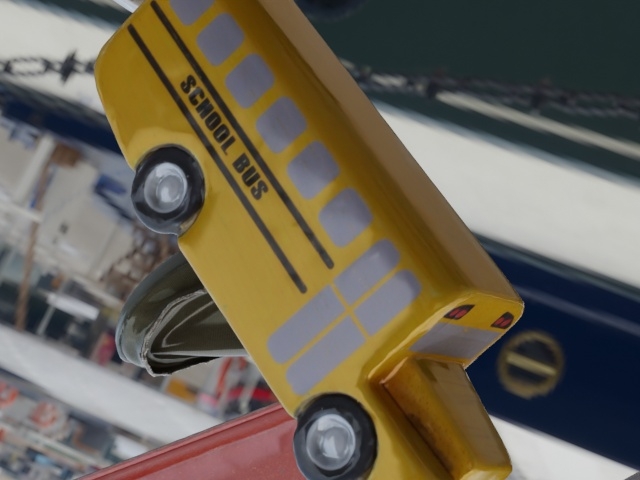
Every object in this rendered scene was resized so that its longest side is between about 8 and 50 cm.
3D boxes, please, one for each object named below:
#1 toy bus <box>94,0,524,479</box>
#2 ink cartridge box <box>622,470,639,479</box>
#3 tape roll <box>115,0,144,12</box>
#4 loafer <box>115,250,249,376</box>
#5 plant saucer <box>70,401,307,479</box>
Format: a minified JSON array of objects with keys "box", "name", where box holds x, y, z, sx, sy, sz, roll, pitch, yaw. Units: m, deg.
[{"box":[0.000,0.000,0.815,0.332,0.130,0.108,55,-162,24],"name":"toy bus"},{"box":[0.354,0.242,1.018,0.197,0.114,0.273,-19,-154,-37],"name":"ink cartridge box"},{"box":[-0.165,-0.268,1.227,0.286,0.100,0.286,34,179,1],"name":"tape roll"},{"box":[-0.032,0.044,1.094,0.094,0.251,0.087,85,158,-47],"name":"loafer"},{"box":[-0.025,0.242,1.024,0.258,0.259,0.048,66,-163,-6],"name":"plant saucer"}]
